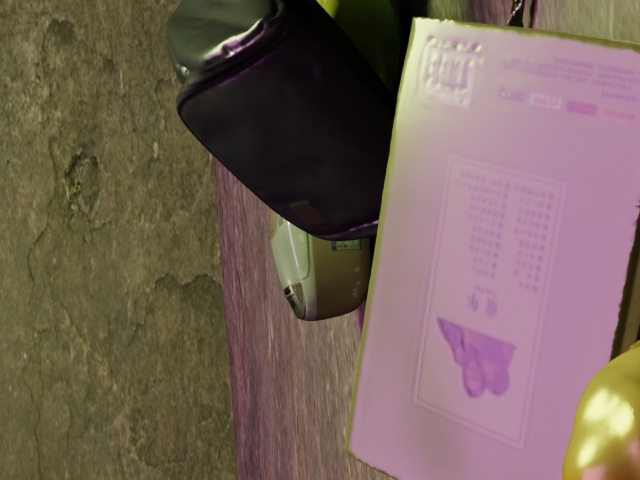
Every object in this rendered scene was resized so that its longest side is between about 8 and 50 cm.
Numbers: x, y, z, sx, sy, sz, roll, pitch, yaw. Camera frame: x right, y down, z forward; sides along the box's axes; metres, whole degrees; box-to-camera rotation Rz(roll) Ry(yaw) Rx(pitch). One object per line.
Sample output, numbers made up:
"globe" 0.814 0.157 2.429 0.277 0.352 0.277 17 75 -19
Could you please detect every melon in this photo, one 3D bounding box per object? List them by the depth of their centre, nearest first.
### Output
"melon" 0.031 -0.241 1.554 0.323 0.124 0.196 123 137 -60

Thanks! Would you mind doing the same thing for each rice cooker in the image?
"rice cooker" 0.000 0.000 1.762 0.145 0.127 0.206 141 129 -75

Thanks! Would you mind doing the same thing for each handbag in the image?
"handbag" -0.023 -0.122 1.402 0.302 0.178 0.275 45 -167 -25

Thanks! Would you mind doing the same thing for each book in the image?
"book" 0.125 0.024 0.984 0.239 0.035 0.352 19 105 45

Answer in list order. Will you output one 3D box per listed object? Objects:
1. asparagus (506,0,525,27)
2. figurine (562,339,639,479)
"asparagus" 0.162 -0.150 1.163 0.023 0.022 0.233 28 128 35
"figurine" 0.215 0.117 0.764 0.156 0.131 0.246 67 151 20
